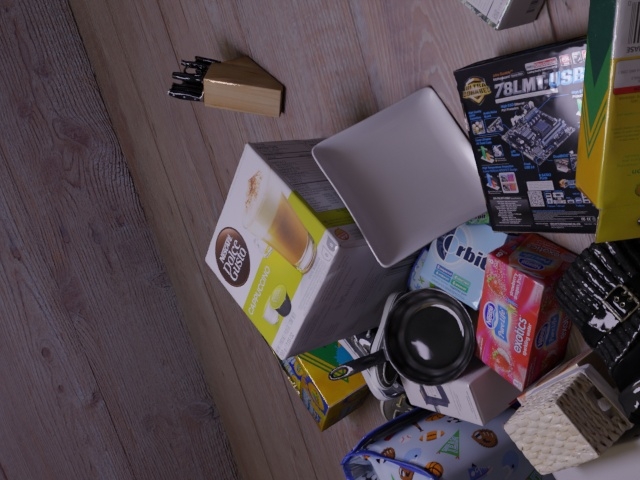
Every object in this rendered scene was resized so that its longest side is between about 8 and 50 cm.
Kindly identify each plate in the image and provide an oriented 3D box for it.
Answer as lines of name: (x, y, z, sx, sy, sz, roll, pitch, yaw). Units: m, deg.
plate: (0.165, -0.122, 1.247, 0.278, 0.277, 0.045, 59, 172, 13)

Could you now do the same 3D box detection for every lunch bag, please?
lunch bag: (0.261, 0.099, 1.410, 0.129, 0.096, 0.151, 46, 155, 33)
lunch bag: (0.268, 0.483, 1.443, 0.385, 0.328, 0.238, -9, 99, 62)

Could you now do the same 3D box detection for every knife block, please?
knife block: (-0.267, -0.408, 1.761, 0.275, 0.242, 0.088, 45, 146, 33)

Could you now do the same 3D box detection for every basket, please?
basket: (0.388, 0.289, 1.034, 0.113, 0.103, 0.167, 52, 148, 14)

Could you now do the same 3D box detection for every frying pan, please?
frying pan: (0.182, 0.242, 1.339, 0.326, 0.053, 0.197, -50, 61, 17)

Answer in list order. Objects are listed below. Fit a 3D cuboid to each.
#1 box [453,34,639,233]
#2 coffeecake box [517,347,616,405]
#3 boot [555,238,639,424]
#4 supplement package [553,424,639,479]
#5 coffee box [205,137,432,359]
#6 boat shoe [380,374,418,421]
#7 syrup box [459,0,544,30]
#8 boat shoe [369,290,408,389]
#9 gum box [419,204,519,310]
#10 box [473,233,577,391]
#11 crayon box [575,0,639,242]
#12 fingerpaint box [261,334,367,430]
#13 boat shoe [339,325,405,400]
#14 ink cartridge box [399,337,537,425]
box: (0.366, -0.156, 1.015, 0.295, 0.073, 0.293, 2, 113, 55)
coffeecake box: (0.457, 0.242, 1.141, 0.068, 0.142, 0.185, 55, 149, 17)
boot: (0.517, 0.074, 0.936, 0.348, 0.131, 0.260, -44, 38, 31)
supplement package: (0.549, 0.367, 1.044, 0.175, 0.178, 0.293, 58, 150, 13)
coffee box: (0.000, 0.000, 1.447, 0.334, 0.338, 0.337, 48, 130, 29)
boat shoe: (0.229, 0.388, 1.664, 0.091, 0.109, 0.305, 46, 142, 40)
syrup box: (0.247, -0.443, 1.032, 0.237, 0.096, 0.093, 51, 146, 26)
boat shoe: (0.165, 0.218, 1.411, 0.070, 0.078, 0.219, 2, 78, 55)
gum box: (0.292, 0.020, 1.279, 0.157, 0.041, 0.184, 33, 111, 45)
box: (0.381, 0.132, 1.206, 0.128, 0.123, 0.256, 37, 140, 43)
crayon box: (0.437, -0.161, 0.812, 0.081, 0.202, 0.318, -95, -1, -62)
fingerpaint box: (-0.026, 0.328, 1.880, 0.371, 0.163, 0.445, 55, 165, 18)
boat shoe: (0.118, 0.245, 1.585, 0.102, 0.108, 0.301, -42, 73, 46)
ink cartridge box: (0.308, 0.289, 1.392, 0.237, 0.172, 0.100, -4, 110, 61)
